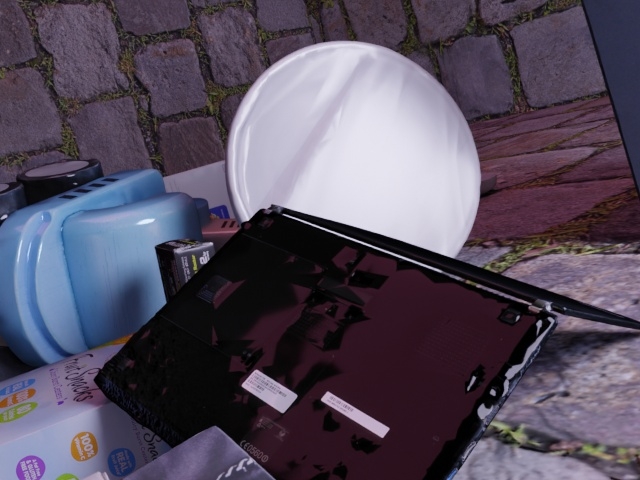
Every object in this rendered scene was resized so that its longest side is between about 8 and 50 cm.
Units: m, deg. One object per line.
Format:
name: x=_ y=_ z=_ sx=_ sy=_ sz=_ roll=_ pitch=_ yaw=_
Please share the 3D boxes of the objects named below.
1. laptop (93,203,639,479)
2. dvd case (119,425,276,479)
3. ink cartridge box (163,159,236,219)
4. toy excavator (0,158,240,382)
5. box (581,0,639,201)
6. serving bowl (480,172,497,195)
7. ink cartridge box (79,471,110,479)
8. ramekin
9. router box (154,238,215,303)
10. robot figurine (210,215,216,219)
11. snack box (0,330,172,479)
laptop: x=0.039 y=0.072 z=0.459 sx=0.234 sy=0.137 sz=0.264 roll=20 pitch=58 yaw=41
dvd case: x=-0.075 y=0.152 z=0.209 sx=0.221 sy=0.018 sz=0.164 roll=-24 pitch=37 yaw=-36
ink cartridge box: x=-0.298 y=-0.061 z=1.512 sx=0.332 sy=0.166 sz=0.065 roll=-17 pitch=10 yaw=-12
toy excavator: x=-0.162 y=0.010 z=0.879 sx=0.444 sy=0.223 sz=0.433 roll=1 pitch=18 yaw=20
box: x=0.372 y=-0.236 z=0.671 sx=0.178 sy=0.343 sz=0.313 roll=-10 pitch=31 yaw=34
serving bowl: x=0.255 y=-0.088 z=1.183 sx=0.083 sy=0.027 sz=0.083 roll=-16 pitch=9 yaw=3
ink cartridge box: x=-0.141 y=0.167 z=0.301 sx=0.135 sy=0.056 sz=0.099 roll=-20 pitch=12 yaw=-25
ramekin: x=0.025 y=-0.067 z=0.774 sx=0.272 sy=0.273 sz=0.127 roll=-19 pitch=-1 yaw=-15
router box: x=-0.118 y=0.060 z=0.667 sx=0.038 sy=0.123 sz=0.092 roll=-14 pitch=8 yaw=-22
robot figurine: x=-0.268 y=0.004 z=1.333 sx=0.211 sy=0.085 sz=0.291 roll=-21 pitch=11 yaw=-22
snack box: x=-0.194 y=0.139 z=0.508 sx=0.207 sy=0.070 sz=0.174 roll=-18 pitch=10 yaw=-23
